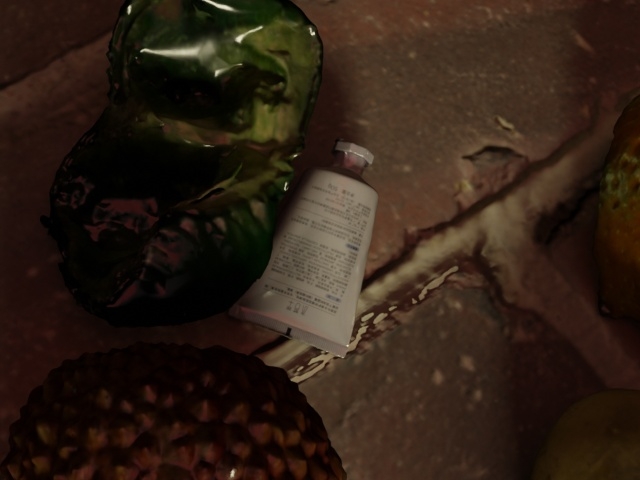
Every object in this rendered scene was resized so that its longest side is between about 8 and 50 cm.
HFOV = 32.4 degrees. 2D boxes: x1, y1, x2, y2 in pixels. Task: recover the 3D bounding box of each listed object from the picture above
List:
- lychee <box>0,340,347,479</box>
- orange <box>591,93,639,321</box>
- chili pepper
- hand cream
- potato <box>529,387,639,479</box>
[{"bbox_3d":[-0.073,0.151,0.585,0.188,0.188,0.188,5,65,-11],"label":"lychee"},{"bbox_3d":[0.361,-0.001,0.773,0.262,0.196,0.335,-21,65,-35],"label":"orange"},{"bbox_3d":[-0.090,-0.053,0.724,0.148,0.116,0.265,19,63,-17],"label":"chili pepper"},{"bbox_3d":[0.000,0.000,0.751,0.084,0.053,0.142,20,79,-3],"label":"hand cream"},{"bbox_3d":[0.236,0.224,0.649,0.191,0.141,0.296,-11,72,-15],"label":"potato"}]
